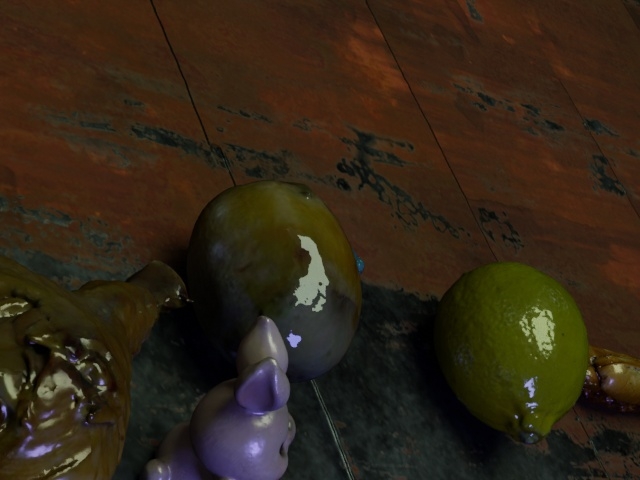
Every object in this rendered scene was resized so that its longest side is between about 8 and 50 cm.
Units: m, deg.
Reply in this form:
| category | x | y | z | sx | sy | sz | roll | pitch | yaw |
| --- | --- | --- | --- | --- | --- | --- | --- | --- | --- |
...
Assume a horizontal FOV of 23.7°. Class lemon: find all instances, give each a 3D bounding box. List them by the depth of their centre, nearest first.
| category | x | y | z | sx | sy | sz | roll | pitch | yaw |
| --- | --- | --- | --- | --- | --- | --- | --- | --- | --- |
| lemon | 0.231 | 0.130 | 1.822 | 0.184 | 0.184 | 0.248 | 18 | 41 | -41 |

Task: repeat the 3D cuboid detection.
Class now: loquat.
| category | x | y | z | sx | sy | sz | roll | pitch | yaw |
| --- | --- | --- | --- | --- | --- | --- | --- | --- | --- |
| loquat | -0.046 | 0.044 | 1.572 | 0.179 | 0.179 | 0.227 | 14 | 47 | -44 |

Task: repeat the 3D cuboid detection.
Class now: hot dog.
| category | x | y | z | sx | sy | sz | roll | pitch | yaw |
| --- | --- | --- | --- | --- | --- | --- | --- | --- | --- |
| hot dog | 0.418 | 0.196 | 2.088 | 0.249 | 0.076 | 0.102 | 15 | 7 | -46 |

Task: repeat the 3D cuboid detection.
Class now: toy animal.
| category | x | y | z | sx | sy | sz | roll | pitch | yaw |
| --- | --- | --- | --- | --- | --- | --- | --- | --- | --- |
| toy animal | -0.065 | 0.172 | 1.372 | 0.124 | 0.212 | 0.124 | 25 | 40 | -23 |

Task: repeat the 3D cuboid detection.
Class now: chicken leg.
| category | x | y | z | sx | sy | sz | roll | pitch | yaw |
| --- | --- | --- | --- | --- | --- | --- | --- | --- | --- |
| chicken leg | -0.251 | 0.072 | 1.315 | 0.295 | 0.182 | 0.409 | 33 | 26 | 6 |

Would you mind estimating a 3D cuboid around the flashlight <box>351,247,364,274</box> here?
| category | x | y | z | sx | sy | sz | roll | pitch | yaw |
| --- | --- | --- | --- | --- | --- | --- | --- | --- | --- |
| flashlight | 0.000 | 0.000 | 1.800 | 0.129 | 0.051 | 0.051 | 35 | 33 | -29 |

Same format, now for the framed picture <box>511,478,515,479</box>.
| category | x | y | z | sx | sy | sz | roll | pitch | yaw |
| --- | --- | --- | --- | --- | --- | --- | --- | --- | --- |
| framed picture | 0.273 | 0.369 | 1.759 | 0.168 | 0.023 | 0.128 | 38 | 32 | -18 |
